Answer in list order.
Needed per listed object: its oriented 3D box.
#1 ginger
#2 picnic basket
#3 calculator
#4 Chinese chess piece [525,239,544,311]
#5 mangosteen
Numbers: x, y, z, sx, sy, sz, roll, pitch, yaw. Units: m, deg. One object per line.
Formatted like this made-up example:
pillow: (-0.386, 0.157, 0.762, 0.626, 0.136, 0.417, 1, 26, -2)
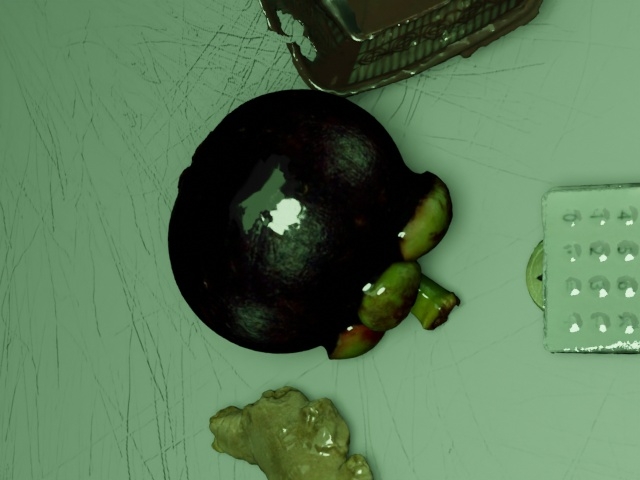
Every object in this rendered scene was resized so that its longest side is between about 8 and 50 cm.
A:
ginger: (-0.029, 0.217, 1.170, 0.137, 0.074, 0.213, -54, 49, 9)
picnic basket: (0.090, -0.290, 1.175, 0.296, 0.129, 0.223, -21, 105, 28)
calculator: (0.325, 0.024, 0.995, 0.261, 0.021, 0.161, -3, 77, 23)
Chinese chess piece: (0.235, 0.034, 1.068, 0.084, 0.034, 0.084, -10, 72, 32)
mangosteen: (0.000, 0.000, 1.125, 0.302, 0.275, 0.275, 30, 94, 0)
